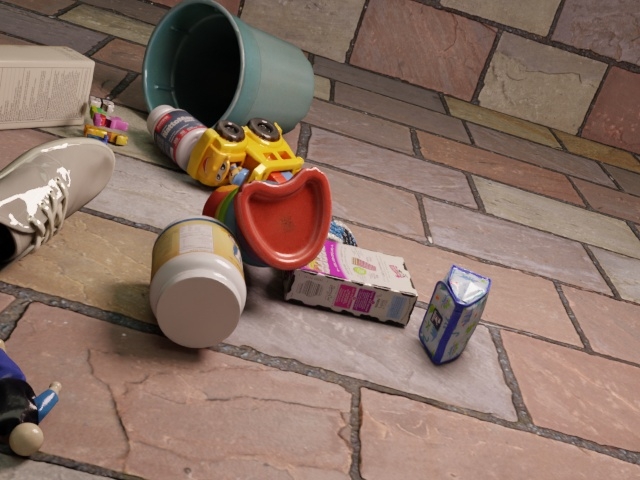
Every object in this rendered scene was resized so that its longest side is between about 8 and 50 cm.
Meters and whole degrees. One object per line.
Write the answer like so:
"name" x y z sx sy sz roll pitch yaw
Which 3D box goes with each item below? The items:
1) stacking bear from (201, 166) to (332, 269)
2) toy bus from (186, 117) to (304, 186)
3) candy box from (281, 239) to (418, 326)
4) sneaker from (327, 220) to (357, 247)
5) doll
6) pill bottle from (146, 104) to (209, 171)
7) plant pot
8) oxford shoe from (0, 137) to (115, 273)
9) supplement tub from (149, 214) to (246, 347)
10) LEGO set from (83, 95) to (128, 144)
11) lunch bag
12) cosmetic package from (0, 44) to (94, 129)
"stacking bear" -0.121 -0.037 1.532 0.176 0.164 0.289 -16 11 -29
"toy bus" -0.145 -0.146 1.863 0.220 0.149 0.211 -10 52 -45
"candy box" 0.048 0.069 1.583 0.234 0.071 0.159 13 23 -11
"sneaker" 0.000 0.000 1.712 0.191 0.083 0.071 25 41 -46
"doll" -0.376 0.187 1.034 0.129 0.046 0.189 -2 30 -38
"pill bottle" -0.318 -0.236 1.949 0.108 0.107 0.180 -3 31 -41
"plant pot" -0.210 -0.404 2.170 0.341 0.341 0.334 34 19 33
"oxford shoe" -0.461 -0.039 1.334 0.130 0.169 0.449 23 30 18
"supplement tub" -0.190 0.062 1.329 0.145 0.144 0.199 12 24 -15
"LEGO set" -0.467 -0.247 1.900 0.093 0.087 0.227 12 17 -22
"lunch bag" 0.233 0.132 1.506 0.096 0.128 0.151 20 25 7
"cosmetic package" -0.653 -0.331 1.850 0.113 0.160 0.310 31 25 29
